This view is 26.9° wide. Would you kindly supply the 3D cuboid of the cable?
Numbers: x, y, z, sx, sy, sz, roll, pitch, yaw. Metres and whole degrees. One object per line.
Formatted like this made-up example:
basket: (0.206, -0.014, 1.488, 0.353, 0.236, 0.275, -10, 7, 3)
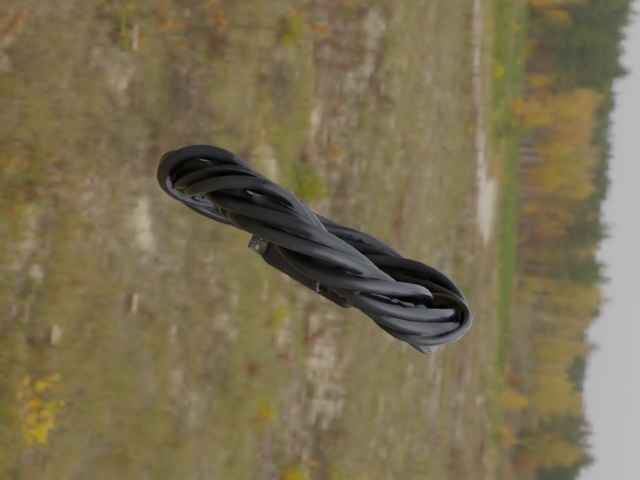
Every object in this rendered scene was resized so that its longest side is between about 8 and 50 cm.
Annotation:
cable: (0.000, 0.000, 0.684, 0.047, 0.184, 0.150, -57, 144, -3)
